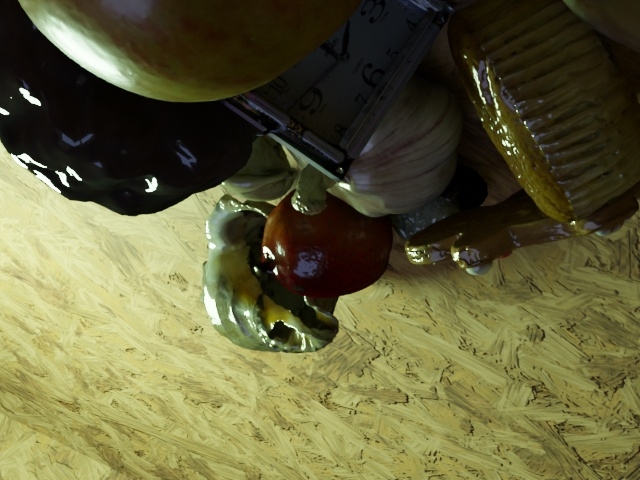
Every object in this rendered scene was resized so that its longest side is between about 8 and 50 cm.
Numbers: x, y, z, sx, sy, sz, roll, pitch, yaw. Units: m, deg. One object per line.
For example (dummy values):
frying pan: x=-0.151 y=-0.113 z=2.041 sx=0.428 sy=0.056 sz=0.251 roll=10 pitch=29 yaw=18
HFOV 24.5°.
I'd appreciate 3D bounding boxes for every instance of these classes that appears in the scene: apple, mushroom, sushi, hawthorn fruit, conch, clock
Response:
apple: x=-0.117 y=-0.320 z=1.445 sx=0.333 sy=0.400 sz=0.400 roll=41 pitch=151 yaw=-28
mushroom: x=-0.196 y=-0.195 z=1.942 sx=0.397 sy=0.177 sz=0.126 roll=29 pitch=143 yaw=-2
sushi: x=0.153 y=-0.050 z=1.922 sx=0.090 sy=0.078 sz=0.150 roll=43 pitch=151 yaw=-8
hawthorn fruit: x=0.000 y=0.000 z=1.949 sx=0.169 sy=0.188 sz=0.169 roll=165 pitch=90 yaw=-72
conch: x=-0.056 y=0.048 z=2.166 sx=0.324 sy=0.186 sz=0.263 roll=15 pitch=133 yaw=47
clock: x=0.010 y=-0.210 z=1.648 sx=0.186 sy=0.253 sz=0.083 roll=35 pitch=171 yaw=-4

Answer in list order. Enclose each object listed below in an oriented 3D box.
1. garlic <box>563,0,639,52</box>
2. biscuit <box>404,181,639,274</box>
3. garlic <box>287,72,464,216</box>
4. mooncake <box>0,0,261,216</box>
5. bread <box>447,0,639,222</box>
garlic: x=0.317 y=-0.260 z=1.383 sx=0.196 sy=0.151 sz=0.338 roll=-14 pitch=130 yaw=37
biscuit: x=0.243 y=-0.019 z=1.730 sx=0.339 sy=0.216 sz=0.047 roll=-17 pitch=102 yaw=38
garlic: x=0.035 y=-0.106 z=1.779 sx=0.245 sy=0.253 sz=0.245 roll=21 pitch=141 yaw=18
mooncake: x=-0.228 y=-0.218 z=1.713 sx=0.212 sy=0.350 sz=0.381 roll=-19 pitch=107 yaw=51
bread: x=0.239 y=-0.148 z=1.546 sx=0.253 sy=0.142 sz=0.227 roll=54 pitch=-173 yaw=-32
